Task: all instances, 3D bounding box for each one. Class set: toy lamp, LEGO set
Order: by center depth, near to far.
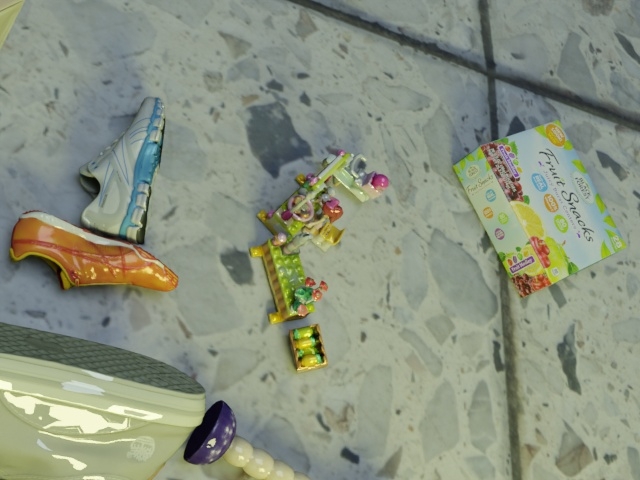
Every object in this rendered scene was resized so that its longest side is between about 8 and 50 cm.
[{"bbox_3d":[-0.007,0.262,1.051,0.274,0.080,0.080,36,54,-14],"label":"toy lamp"},{"bbox_3d":[0.000,0.000,1.159,0.132,0.107,0.287,29,55,-18],"label":"LEGO set"}]

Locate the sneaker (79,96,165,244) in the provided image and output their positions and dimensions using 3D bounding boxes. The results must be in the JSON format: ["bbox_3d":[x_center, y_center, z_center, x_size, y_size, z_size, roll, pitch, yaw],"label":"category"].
[{"bbox_3d":[-0.214,-0.085,1.092,0.083,0.071,0.191,8,52,-3],"label":"sneaker"}]

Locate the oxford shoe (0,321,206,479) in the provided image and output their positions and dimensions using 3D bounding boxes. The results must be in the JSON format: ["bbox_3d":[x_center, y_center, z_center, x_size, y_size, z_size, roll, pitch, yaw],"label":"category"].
[{"bbox_3d":[-0.319,0.130,0.878,0.449,0.169,0.130,19,95,-23],"label":"oxford shoe"}]

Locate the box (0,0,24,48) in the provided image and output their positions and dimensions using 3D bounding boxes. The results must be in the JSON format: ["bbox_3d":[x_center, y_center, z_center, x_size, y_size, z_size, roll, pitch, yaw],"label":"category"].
[{"bbox_3d":[-0.450,-0.292,0.985,0.311,0.148,0.121,50,51,-5],"label":"box"}]

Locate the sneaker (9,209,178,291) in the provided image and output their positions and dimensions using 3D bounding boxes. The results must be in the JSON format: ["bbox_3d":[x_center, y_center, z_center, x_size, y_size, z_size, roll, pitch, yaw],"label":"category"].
[{"bbox_3d":[-0.231,0.026,1.040,0.175,0.064,0.067,19,78,-18],"label":"sneaker"}]

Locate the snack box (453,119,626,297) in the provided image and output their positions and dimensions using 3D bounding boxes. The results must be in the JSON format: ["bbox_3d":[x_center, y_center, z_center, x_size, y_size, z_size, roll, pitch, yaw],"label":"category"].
[{"bbox_3d":[0.302,-0.047,1.399,0.174,0.070,0.207,-19,80,-37],"label":"snack box"}]
